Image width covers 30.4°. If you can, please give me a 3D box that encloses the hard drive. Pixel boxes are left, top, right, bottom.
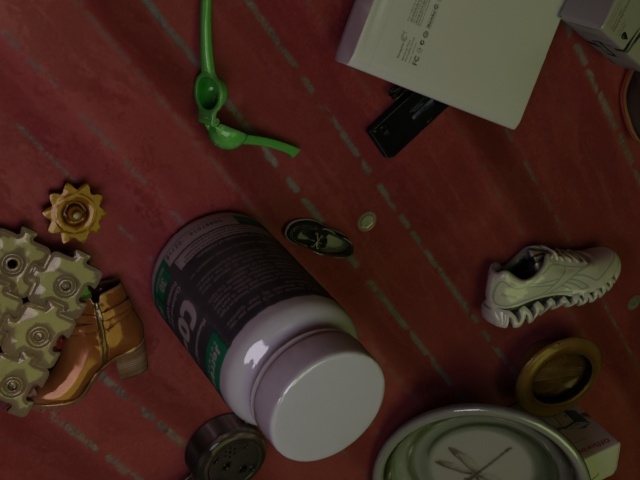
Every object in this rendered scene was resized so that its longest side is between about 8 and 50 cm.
[{"bbox_3d":[0.201,-0.318,1.715,0.353,0.047,0.233,14,100,-39],"label":"hard drive"}]

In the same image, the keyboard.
[{"bbox_3d":[0.144,-0.214,1.784,0.180,0.023,0.108,-43,139,-4],"label":"keyboard"}]

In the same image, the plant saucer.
[{"bbox_3d":[0.298,0.434,2.180,0.400,0.100,0.401,5,124,8],"label":"plant saucer"}]

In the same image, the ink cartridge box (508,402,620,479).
[{"bbox_3d":[0.462,0.386,2.274,0.139,0.190,0.082,-18,126,-26],"label":"ink cartridge box"}]

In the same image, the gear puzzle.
[{"bbox_3d":[-0.399,0.065,1.581,0.175,0.044,0.339,26,98,-28],"label":"gear puzzle"}]

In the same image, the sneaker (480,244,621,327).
[{"bbox_3d":[0.417,0.058,2.096,0.292,0.110,0.118,-19,119,-24],"label":"sneaker"}]

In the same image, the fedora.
[{"bbox_3d":[0.442,0.245,2.246,0.194,0.079,0.194,-13,124,-20],"label":"fedora"}]

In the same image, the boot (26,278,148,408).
[{"bbox_3d":[-0.348,0.143,1.660,0.197,0.073,0.152,-22,121,-19],"label":"boot"}]

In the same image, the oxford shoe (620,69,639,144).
[{"bbox_3d":[0.576,-0.270,1.986,0.096,0.098,0.271,-23,129,-21],"label":"oxford shoe"}]

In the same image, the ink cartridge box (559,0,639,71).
[{"bbox_3d":[0.479,-0.367,1.835,0.203,0.086,0.148,21,95,-49],"label":"ink cartridge box"}]

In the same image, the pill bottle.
[{"bbox_3d":[-0.076,0.127,1.623,0.204,0.361,0.204,-17,126,-24],"label":"pill bottle"}]

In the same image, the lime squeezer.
[{"bbox_3d":[-0.120,-0.193,1.594,0.110,0.059,0.310,-37,132,-8],"label":"lime squeezer"}]

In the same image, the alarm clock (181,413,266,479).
[{"bbox_3d":[-0.143,0.335,1.923,0.129,0.064,0.192,20,103,-41],"label":"alarm clock"}]

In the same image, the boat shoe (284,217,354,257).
[{"bbox_3d":[0.000,0.000,1.813,0.125,0.038,0.046,20,106,-41],"label":"boat shoe"}]
